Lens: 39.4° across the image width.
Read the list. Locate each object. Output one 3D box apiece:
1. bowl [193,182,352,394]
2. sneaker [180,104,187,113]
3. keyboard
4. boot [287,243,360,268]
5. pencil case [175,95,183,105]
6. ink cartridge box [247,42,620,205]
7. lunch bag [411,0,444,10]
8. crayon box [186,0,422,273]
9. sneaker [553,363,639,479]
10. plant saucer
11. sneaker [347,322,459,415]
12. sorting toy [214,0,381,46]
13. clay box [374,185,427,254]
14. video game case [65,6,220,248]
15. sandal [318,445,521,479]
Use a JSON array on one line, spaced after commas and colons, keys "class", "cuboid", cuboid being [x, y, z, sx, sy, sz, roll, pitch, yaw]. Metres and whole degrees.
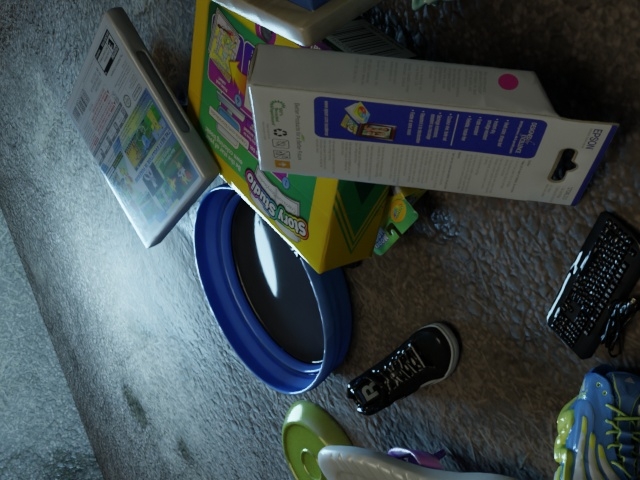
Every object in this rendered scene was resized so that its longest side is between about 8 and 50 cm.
[{"class": "bowl", "cuboid": [-0.087, 0.077, 1.569, 0.391, 0.077, 0.391, 33, 134, 41]}, {"class": "sneaker", "cuboid": [-0.256, -0.219, 1.543, 0.226, 0.163, 0.086, 43, 146, 25]}, {"class": "keyboard", "cuboid": [0.316, 0.065, 1.020, 0.100, 0.038, 0.192, 45, 142, 30]}, {"class": "boot", "cuboid": [0.000, 0.000, 1.374, 0.045, 0.099, 0.121, -8, 103, 58]}, {"class": "pencil case", "cuboid": [-0.328, -0.269, 1.712, 0.152, 0.064, 0.070, 31, 149, 42]}, {"class": "ink cartridge box", "cuboid": [0.112, -0.120, 0.967, 0.175, 0.371, 0.069, 89, -169, -65]}, {"class": "lunch bag", "cuboid": [0.146, -0.373, 0.816, 0.224, 0.160, 0.262, -19, 98, 22]}, {"class": "crayon box", "cuboid": [-0.045, -0.185, 1.231, 0.363, 0.106, 0.313, 44, 139, 35]}, {"class": "sneaker", "cuboid": [0.311, 0.215, 0.981, 0.091, 0.240, 0.126, 13, 112, 1]}, {"class": "plant saucer", "cuboid": [-0.004, 0.421, 1.697, 0.241, 0.037, 0.240, 33, 135, 41]}, {"class": "sneaker", "cuboid": [0.112, 0.204, 1.317, 0.079, 0.121, 0.217, 56, 146, 15]}, {"class": "sorting toy", "cuboid": [-0.006, -0.355, 1.006, 0.255, 0.257, 0.089, 36, 154, 39]}, {"class": "clay box", "cuboid": [0.066, -0.101, 1.260, 0.222, 0.053, 0.127, 58, 145, 13]}, {"class": "video game case", "cuboid": [-0.303, -0.169, 1.463, 0.299, 0.036, 0.329, 59, 147, 4]}, {"class": "sandal", "cuboid": [0.180, 0.375, 1.360, 0.416, 0.102, 0.169, 3, 127, 41]}]
